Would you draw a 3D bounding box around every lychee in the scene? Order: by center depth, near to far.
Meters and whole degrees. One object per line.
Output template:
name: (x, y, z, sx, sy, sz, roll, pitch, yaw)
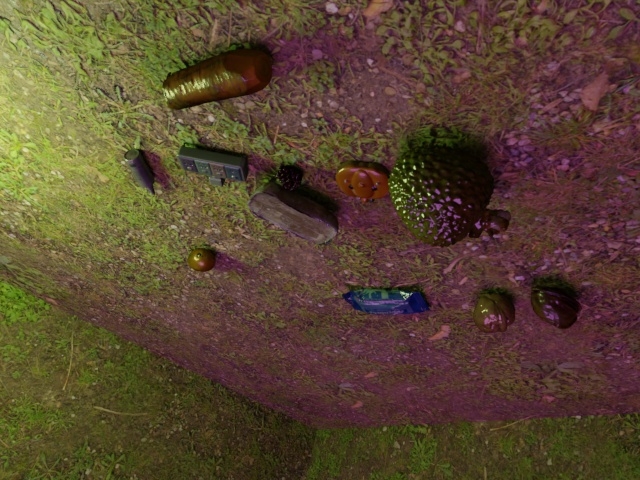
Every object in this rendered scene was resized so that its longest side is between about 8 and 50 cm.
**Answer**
lychee: (0.329, -0.113, 1.337, 0.270, 0.270, 0.320, -29, 93, 46)

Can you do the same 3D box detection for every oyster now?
oyster: (-0.126, -0.180, 1.623, 0.083, 0.019, 0.054, 35, 141, -24)

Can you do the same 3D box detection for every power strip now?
power strip: (-0.335, -0.231, 1.607, 0.216, 0.061, 0.145, 13, 153, 5)

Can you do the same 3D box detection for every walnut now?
walnut: (0.641, 0.268, 1.873, 0.167, 0.149, 0.166, -15, 138, -13)

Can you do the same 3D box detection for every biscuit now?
biscuit: (0.128, -0.166, 1.515, 0.170, 0.050, 0.170, 11, 147, 8)

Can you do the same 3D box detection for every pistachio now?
pistachio: (0.805, 0.225, 1.753, 0.210, 0.130, 0.165, 40, 143, -20)

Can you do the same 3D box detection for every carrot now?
carrot: (-0.264, -0.404, 1.271, 0.302, 0.114, 0.114, -3, 143, 29)

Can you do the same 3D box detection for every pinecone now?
pinecone: (-0.095, -0.194, 1.545, 0.083, 0.077, 0.077, 39, 141, -16)

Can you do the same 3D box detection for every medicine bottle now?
medicine bottle: (-0.601, -0.221, 1.716, 0.058, 0.057, 0.199, 6, 146, 13)

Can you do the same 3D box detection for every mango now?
mango: (-0.499, 0.086, 2.098, 0.111, 0.089, 0.163, 35, 150, -29)

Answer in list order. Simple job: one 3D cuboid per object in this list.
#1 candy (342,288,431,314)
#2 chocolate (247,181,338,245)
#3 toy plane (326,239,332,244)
candy: (0.266, 0.251, 2.054, 0.331, 0.077, 0.187, -1, 150, 24)
chocolate: (-0.082, -0.096, 1.641, 0.303, 0.100, 0.185, 24, 159, -19)
toy plane: (0.000, 0.003, 1.836, 0.085, 0.024, 0.078, 8, 164, 11)
